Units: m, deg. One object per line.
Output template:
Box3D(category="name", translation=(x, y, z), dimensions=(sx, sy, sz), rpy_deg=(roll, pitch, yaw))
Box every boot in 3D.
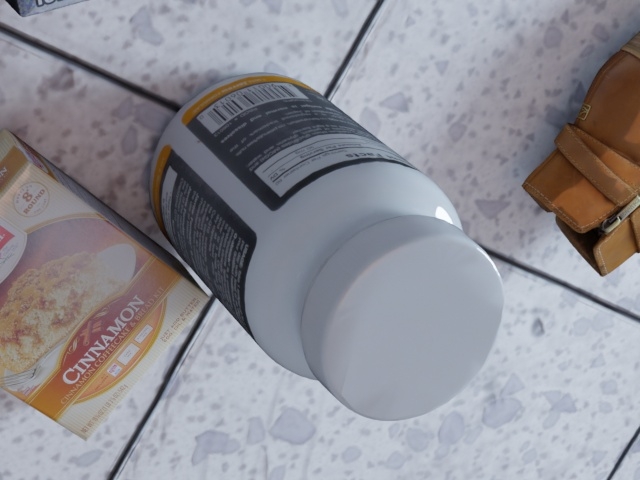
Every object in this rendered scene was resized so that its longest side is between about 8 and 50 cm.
Box3D(category="boot", translation=(0.317, -0.047, 1.380), dimensions=(0.220, 0.109, 0.283), rpy_deg=(-50, 125, 0))

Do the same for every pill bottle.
Box3D(category="pill bottle", translation=(0.000, 0.000, 1.124), dimensions=(0.162, 0.278, 0.162), rpy_deg=(-13, 120, -23))

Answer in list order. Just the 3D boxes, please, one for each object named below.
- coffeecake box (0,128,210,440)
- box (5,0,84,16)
Box3D(category="coffeecake box", translation=(-0.196, 0.034, 1.164), dimensions=(0.142, 0.068, 0.185), rpy_deg=(-49, 126, 2))
Box3D(category="box", translation=(-0.104, -0.254, 1.008), dimensions=(0.247, 0.163, 0.142), rpy_deg=(-19, 124, -20))
